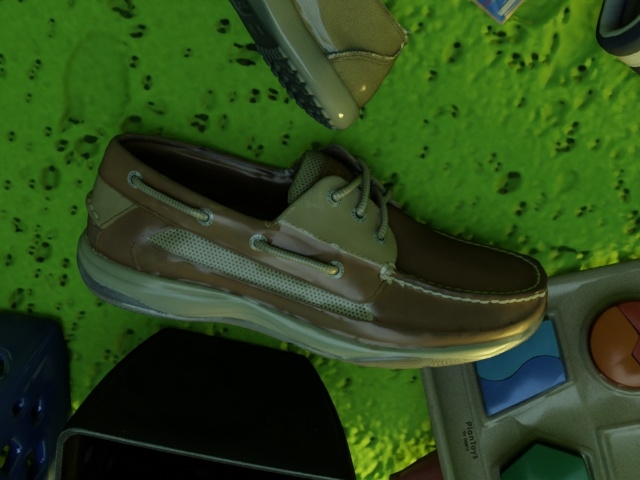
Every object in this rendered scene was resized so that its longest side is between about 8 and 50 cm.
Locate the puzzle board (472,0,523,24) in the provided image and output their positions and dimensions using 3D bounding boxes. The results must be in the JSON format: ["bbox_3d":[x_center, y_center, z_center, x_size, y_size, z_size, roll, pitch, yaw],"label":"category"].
[{"bbox_3d":[0.117,-0.209,0.472,0.096,0.011,0.128,35,114,-17],"label":"puzzle board"}]

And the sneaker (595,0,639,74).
[{"bbox_3d":[0.275,-0.190,0.428,0.153,0.099,0.282,27,119,-14],"label":"sneaker"}]

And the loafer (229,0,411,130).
[{"bbox_3d":[-0.028,-0.184,0.457,0.087,0.094,0.251,-39,123,-6],"label":"loafer"}]

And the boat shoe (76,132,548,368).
[{"bbox_3d":[0.000,0.000,0.528,0.325,0.123,0.116,8,116,-5],"label":"boat shoe"}]

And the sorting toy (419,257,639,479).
[{"bbox_3d":[0.206,0.174,0.565,0.229,0.041,0.307,-13,81,6],"label":"sorting toy"}]

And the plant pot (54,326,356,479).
[{"bbox_3d":[-0.086,0.172,0.594,0.188,0.167,0.187,12,118,-6],"label":"plant pot"}]

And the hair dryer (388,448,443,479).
[{"bbox_3d":[0.201,0.230,0.665,0.294,0.080,0.223,14,118,-5],"label":"hair dryer"}]

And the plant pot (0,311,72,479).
[{"bbox_3d":[-0.330,0.199,0.591,0.236,0.212,0.235,4,118,-2],"label":"plant pot"}]
